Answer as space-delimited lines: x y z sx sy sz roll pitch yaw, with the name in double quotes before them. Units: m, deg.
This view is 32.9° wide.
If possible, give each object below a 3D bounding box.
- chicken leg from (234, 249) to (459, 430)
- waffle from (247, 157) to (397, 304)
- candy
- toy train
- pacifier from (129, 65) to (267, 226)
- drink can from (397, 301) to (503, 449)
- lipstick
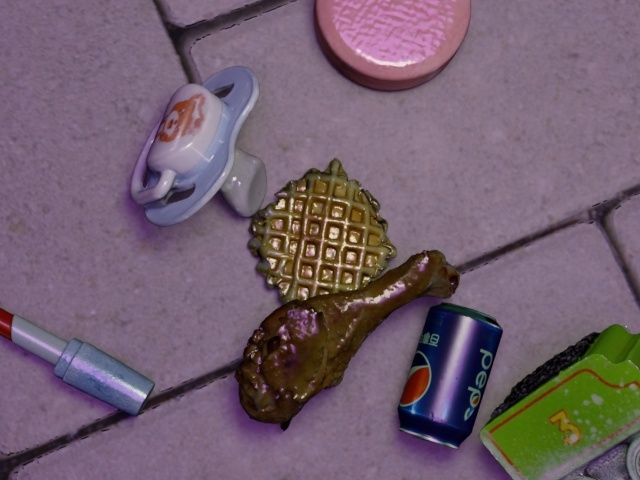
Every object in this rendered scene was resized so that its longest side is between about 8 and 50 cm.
"chicken leg" 0.017 0.120 1.547 0.361 0.211 0.140 -43 69 7
"waffle" 0.000 0.000 1.651 0.214 0.054 0.207 -34 84 -3
"candy" 0.113 -0.362 1.680 0.255 0.094 0.255 0 83 -2
"toy train" 0.402 0.268 1.533 0.307 0.173 0.249 -43 82 33
"pacifier" -0.157 -0.118 1.619 0.207 0.227 0.278 35 59 -31
"drink can" 0.190 0.201 1.609 0.118 0.118 0.204 17 82 -1
"lipstick" -0.379 0.172 1.607 0.274 0.061 0.068 28 85 0
